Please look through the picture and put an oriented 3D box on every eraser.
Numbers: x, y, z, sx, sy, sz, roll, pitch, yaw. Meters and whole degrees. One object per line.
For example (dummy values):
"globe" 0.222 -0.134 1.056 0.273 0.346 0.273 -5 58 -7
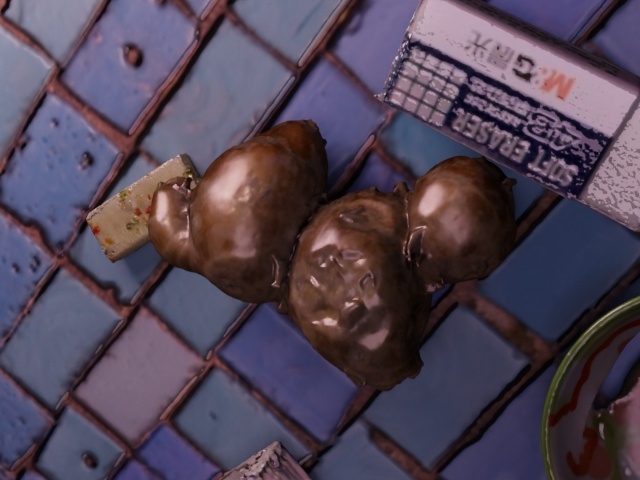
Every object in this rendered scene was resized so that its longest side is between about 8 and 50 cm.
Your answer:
"eraser" 0.208 -0.131 0.893 0.287 0.086 0.130 30 112 7

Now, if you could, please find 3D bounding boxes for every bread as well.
"bread" -0.199 -0.037 1.068 0.154 0.028 0.068 -29 93 19

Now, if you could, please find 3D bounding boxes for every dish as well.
"dish" 0.388 0.187 0.908 0.324 0.124 0.324 3 99 20

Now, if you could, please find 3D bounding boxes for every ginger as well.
"ginger" 0.000 0.000 0.951 0.375 0.176 0.256 17 90 13

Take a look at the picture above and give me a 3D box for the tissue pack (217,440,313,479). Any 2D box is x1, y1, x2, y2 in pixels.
"tissue pack" -0.040 0.436 1.092 0.242 0.125 0.343 -41 88 23
